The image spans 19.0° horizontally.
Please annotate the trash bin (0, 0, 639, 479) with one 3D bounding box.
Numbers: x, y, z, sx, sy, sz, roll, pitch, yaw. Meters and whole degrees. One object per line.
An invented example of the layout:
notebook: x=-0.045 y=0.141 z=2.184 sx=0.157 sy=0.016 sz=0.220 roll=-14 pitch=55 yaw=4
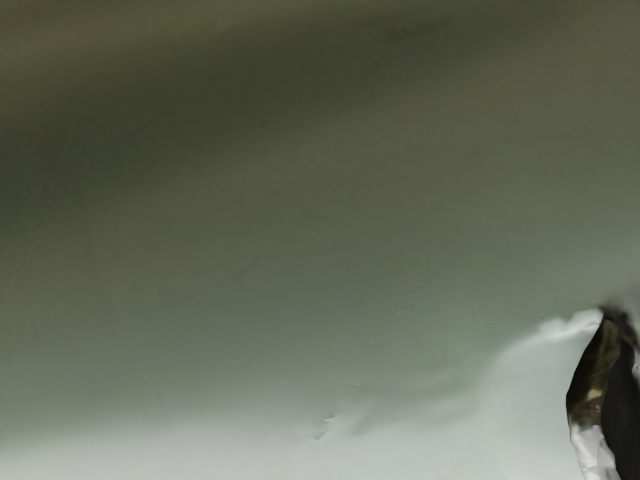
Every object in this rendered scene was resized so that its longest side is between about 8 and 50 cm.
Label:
trash bin: x=0.000 y=0.000 z=0.553 sx=0.262 sy=0.217 sz=0.277 roll=-12 pitch=-149 yaw=18
